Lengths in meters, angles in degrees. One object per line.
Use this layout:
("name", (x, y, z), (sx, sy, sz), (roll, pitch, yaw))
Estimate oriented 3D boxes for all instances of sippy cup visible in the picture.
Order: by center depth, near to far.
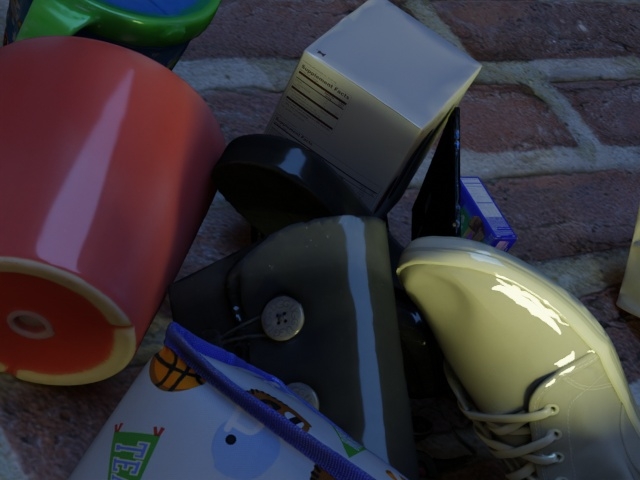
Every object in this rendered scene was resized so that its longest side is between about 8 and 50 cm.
("sippy cup", (-0.256, -0.236, 1.435), (0.305, 0.224, 0.240), (-9, 54, -38))

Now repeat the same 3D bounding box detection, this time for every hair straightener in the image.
("hair straightener", (0.063, 0.199, 1.283), (0.230, 0.089, 0.047), (7, 1, -27))

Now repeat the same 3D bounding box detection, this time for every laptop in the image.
("laptop", (0.184, 0.030, 1.397), (0.136, 0.234, 0.264), (6, 62, -6))

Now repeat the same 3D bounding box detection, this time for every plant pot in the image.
("plant pot", (-0.244, -0.014, 1.201), (0.275, 0.275, 0.243), (20, 50, -14))

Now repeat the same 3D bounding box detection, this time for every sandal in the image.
("sandal", (0.041, 0.068, 1.296), (0.446, 0.167, 0.107), (42, 61, -30))

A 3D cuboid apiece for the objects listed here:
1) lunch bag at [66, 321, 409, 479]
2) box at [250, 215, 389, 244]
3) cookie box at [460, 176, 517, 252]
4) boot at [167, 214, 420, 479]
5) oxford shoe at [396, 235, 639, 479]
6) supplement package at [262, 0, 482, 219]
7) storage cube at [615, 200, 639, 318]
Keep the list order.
("lunch bag", (-0.026, 0.296, 0.837), (0.385, 0.328, 0.239), (36, -1, 26))
("box", (0.000, 0.000, 1.463), (0.147, 0.077, 0.180), (16, 41, -19))
("cookie box", (0.185, -0.012, 1.584), (0.040, 0.092, 0.107), (1, 47, -36))
("boot", (0.069, 0.184, 1.055), (0.367, 0.146, 0.445), (-16, 60, 12))
("oxford shoe", (0.210, 0.163, 1.228), (0.449, 0.169, 0.130), (52, 56, -34))
("supplement package", (0.043, -0.125, 1.399), (0.149, 0.203, 0.194), (35, 39, 7))
("storage cube", (0.527, 0.031, 1.639), (0.193, 0.184, 0.215), (0, 18, -33))
